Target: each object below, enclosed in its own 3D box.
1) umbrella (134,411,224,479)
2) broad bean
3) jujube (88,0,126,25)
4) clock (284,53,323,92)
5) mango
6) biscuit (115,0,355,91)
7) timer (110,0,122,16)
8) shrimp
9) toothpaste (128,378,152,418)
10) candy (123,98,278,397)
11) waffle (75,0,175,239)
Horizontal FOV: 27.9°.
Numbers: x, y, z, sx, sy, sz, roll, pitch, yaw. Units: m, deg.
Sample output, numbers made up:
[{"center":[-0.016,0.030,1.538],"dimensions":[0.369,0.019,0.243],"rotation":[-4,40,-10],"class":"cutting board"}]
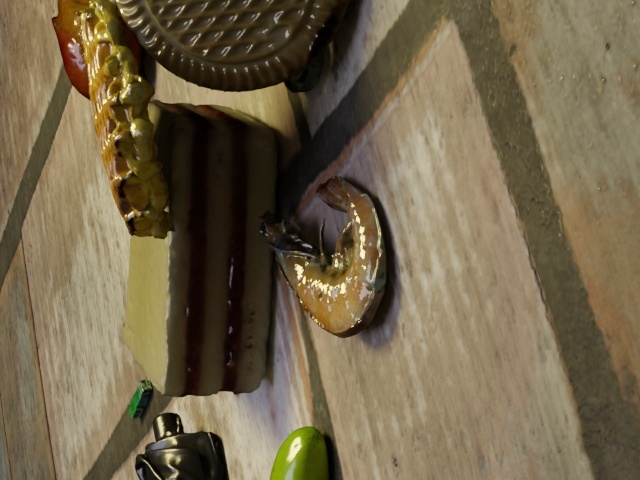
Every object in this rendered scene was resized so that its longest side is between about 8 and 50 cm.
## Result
[{"center":[-0.168,0.341,1.625],"dimensions":[0.122,0.110,0.272],"rotation":[118,146,-48],"class":"umbrella"},{"center":[-0.326,-0.299,1.894],"dimensions":[0.156,0.122,0.228],"rotation":[76,176,-45],"class":"broad bean"},{"center":[-0.248,-0.399,1.643],"dimensions":[0.290,0.197,0.197],"rotation":[101,157,-59],"class":"jujube"},{"center":[-0.021,-0.197,1.357],"dimensions":[0.085,0.017,0.085],"rotation":[178,90,-65],"class":"clock"},{"center":[-0.021,0.246,1.350],"dimensions":[0.073,0.056,0.108],"rotation":[26,103,58],"class":"mango"},{"center":[-0.089,-0.273,1.259],"dimensions":[0.079,0.259,0.259],"rotation":[-76,-4,-68],"class":"biscuit"},{"center":[-0.151,-0.373,1.417],"dimensions":[0.195,0.192,0.194],"rotation":[111,146,-40],"class":"timer"},{"center":[0.002,0.000,1.297],"dimensions":[0.251,0.052,0.143],"rotation":[37,114,50],"class":"shrimp"},{"center":[-0.269,0.237,1.928],"dimensions":[0.020,0.017,0.083],"rotation":[68,149,32],"class":"toothpaste"},{"center":[-0.140,0.004,1.497],"dimensions":[0.179,0.135,0.321],"rotation":[-155,67,-63],"class":"candy"},{"center":[-0.205,-0.133,1.346],"dimensions":[0.238,0.058,0.243],"rotation":[-116,19,-47],"class":"waffle"}]
